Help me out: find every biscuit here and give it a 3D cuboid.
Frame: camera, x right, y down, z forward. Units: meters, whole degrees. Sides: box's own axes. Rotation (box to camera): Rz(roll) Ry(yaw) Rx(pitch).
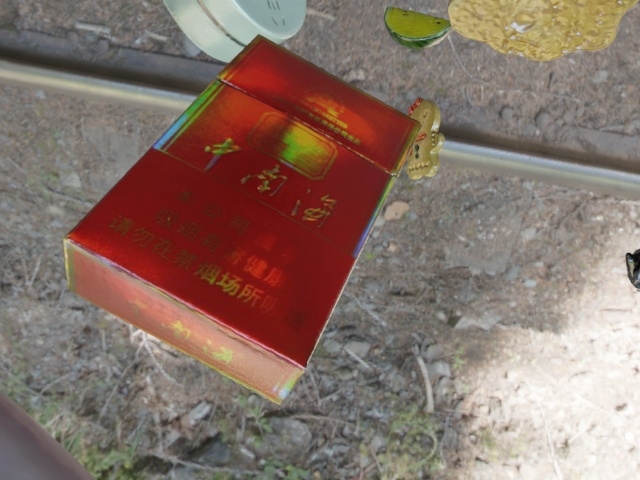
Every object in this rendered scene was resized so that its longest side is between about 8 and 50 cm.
[{"bbox_3d":[0.274,-0.280,1.594,0.036,0.226,0.166,5,177,-26],"label":"biscuit"},{"bbox_3d":[0.468,-0.545,1.200,0.384,0.062,0.365,13,138,6],"label":"biscuit"}]

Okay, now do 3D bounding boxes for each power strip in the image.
[{"bbox_3d":[-0.195,-0.576,1.276,0.161,0.358,0.358,-14,125,35],"label":"power strip"}]

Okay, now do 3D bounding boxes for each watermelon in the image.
[{"bbox_3d":[0.228,-0.524,1.473,0.181,0.075,0.092,24,114,20],"label":"watermelon"}]

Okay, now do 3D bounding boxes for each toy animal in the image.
[{"bbox_3d":[0.819,0.090,1.409,0.298,0.185,0.122,22,114,-28],"label":"toy animal"}]

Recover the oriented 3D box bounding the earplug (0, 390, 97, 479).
[{"bbox_3d":[-0.204,0.170,0.343,0.301,0.172,0.172,41,131,10],"label":"earplug"}]

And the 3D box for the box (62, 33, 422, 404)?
[{"bbox_3d":[-0.048,-0.041,0.538,0.197,0.313,0.089,28,141,1],"label":"box"}]
